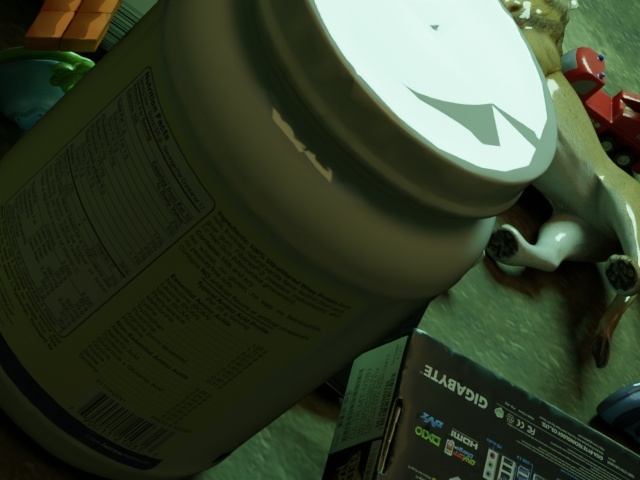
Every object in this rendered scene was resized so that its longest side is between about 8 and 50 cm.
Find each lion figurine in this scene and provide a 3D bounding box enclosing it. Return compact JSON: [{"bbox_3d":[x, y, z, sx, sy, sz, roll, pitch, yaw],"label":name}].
[{"bbox_3d":[0.204,-0.090,1.711,0.240,0.142,0.392,-16,85,-63],"label":"lion figurine"}]

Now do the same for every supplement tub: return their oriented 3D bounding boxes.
[{"bbox_3d":[-0.045,-0.027,1.149,0.235,0.325,0.235,31,37,-28],"label":"supplement tub"}]

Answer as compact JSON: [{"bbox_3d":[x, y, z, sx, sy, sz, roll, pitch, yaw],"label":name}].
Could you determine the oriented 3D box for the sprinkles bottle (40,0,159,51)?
[{"bbox_3d":[-0.095,-0.167,1.412,0.355,0.121,0.121,34,36,-23],"label":"sprinkles bottle"}]

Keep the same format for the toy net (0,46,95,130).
[{"bbox_3d":[-0.107,-0.089,1.322,0.232,0.122,0.045,14,65,-39],"label":"toy net"}]

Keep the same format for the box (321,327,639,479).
[{"bbox_3d":[0.119,0.248,1.224,0.295,0.073,0.293,30,59,-24],"label":"box"}]

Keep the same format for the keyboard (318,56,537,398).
[{"bbox_3d":[0.035,-0.056,1.389,0.201,0.033,0.317,41,65,-33],"label":"keyboard"}]

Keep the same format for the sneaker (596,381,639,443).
[{"bbox_3d":[0.287,0.155,1.617,0.144,0.053,0.059,17,48,-39],"label":"sneaker"}]

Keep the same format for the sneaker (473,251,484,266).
[{"bbox_3d":[0.074,-0.001,1.492,0.086,0.064,0.192,54,24,8],"label":"sneaker"}]

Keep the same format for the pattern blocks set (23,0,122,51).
[{"bbox_3d":[-0.220,-0.240,1.263,0.285,0.026,0.325,45,63,10],"label":"pattern blocks set"}]

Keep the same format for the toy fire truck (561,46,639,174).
[{"bbox_3d":[0.316,-0.132,1.853,0.192,0.135,0.047,34,36,-22],"label":"toy fire truck"}]
